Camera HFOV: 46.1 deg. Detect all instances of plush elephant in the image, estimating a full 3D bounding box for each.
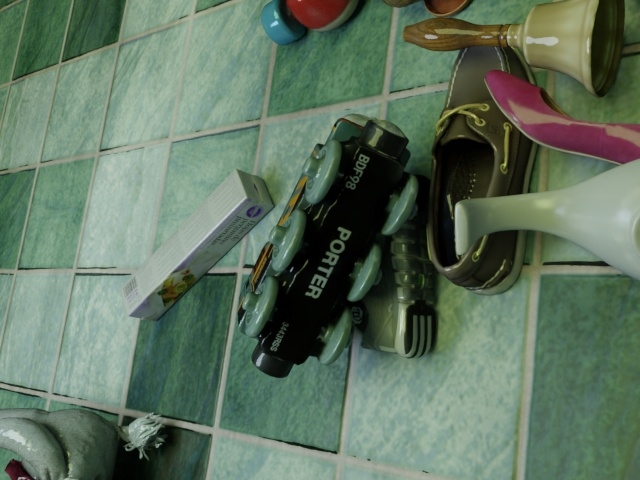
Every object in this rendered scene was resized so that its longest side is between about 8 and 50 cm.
[{"bbox_3d":[-0.402,0.404,1.140,0.330,0.272,0.255,-12,40,15],"label":"plush elephant"}]

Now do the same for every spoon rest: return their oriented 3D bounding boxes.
[{"bbox_3d":[0.278,-0.020,0.746,0.276,0.084,0.137,2,108,19],"label":"spoon rest"}]

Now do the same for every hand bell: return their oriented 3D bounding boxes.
[{"bbox_3d":[0.202,-0.233,0.849,0.242,0.126,0.126,12,85,33],"label":"hand bell"}]

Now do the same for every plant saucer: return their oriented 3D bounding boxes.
[{"bbox_3d":[0.178,-0.343,1.024,0.083,0.013,0.083,-14,68,39],"label":"plant saucer"}]

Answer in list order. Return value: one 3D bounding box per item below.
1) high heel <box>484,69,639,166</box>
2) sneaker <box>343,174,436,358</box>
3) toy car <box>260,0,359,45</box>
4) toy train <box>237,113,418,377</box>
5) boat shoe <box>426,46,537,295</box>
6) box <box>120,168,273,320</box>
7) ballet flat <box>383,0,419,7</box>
[{"bbox_3d":[0.287,-0.132,0.783,0.244,0.082,0.117,48,119,25],"label":"high heel"},{"bbox_3d":[0.078,0.031,0.950,0.132,0.086,0.228,-4,75,44],"label":"sneaker"},{"bbox_3d":[-0.048,-0.442,1.106,0.219,0.238,0.210,-17,66,37],"label":"toy car"},{"bbox_3d":[0.000,0.000,0.912,0.334,0.142,0.190,-65,16,14],"label":"toy train"},{"bbox_3d":[0.184,-0.103,0.885,0.117,0.097,0.324,-4,74,41],"label":"boat shoe"},{"bbox_3d":[-0.208,0.015,1.228,0.324,0.063,0.067,-43,54,24],"label":"box"},{"bbox_3d":[0.195,-0.386,0.931,0.342,0.124,0.116,-4,73,37],"label":"ballet flat"}]
